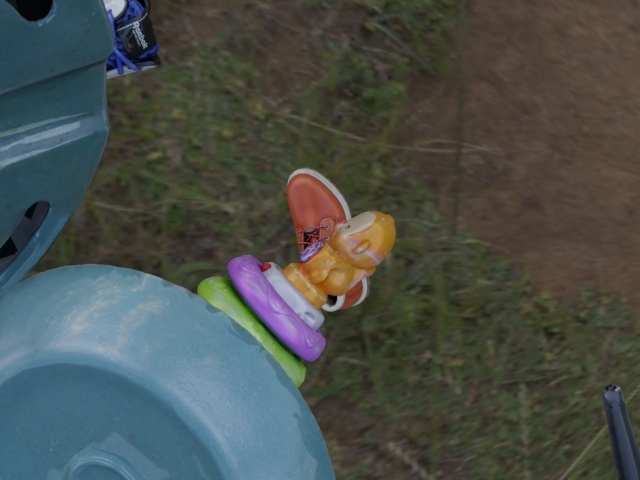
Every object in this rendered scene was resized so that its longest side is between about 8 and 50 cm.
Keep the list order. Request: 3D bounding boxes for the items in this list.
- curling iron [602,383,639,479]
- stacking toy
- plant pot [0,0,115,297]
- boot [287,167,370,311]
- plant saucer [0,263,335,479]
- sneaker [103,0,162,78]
[{"bbox_3d":[0.304,0.264,1.529,0.035,0.068,0.274,29,135,52],"label":"curling iron"},{"bbox_3d":[-0.058,0.079,1.244,0.302,0.175,0.166,-42,98,4],"label":"stacking toy"},{"bbox_3d":[-0.280,-0.121,0.679,0.334,0.341,0.341,44,105,31],"label":"plant pot"},{"bbox_3d":[0.000,0.000,1.620,0.059,0.085,0.157,-23,91,25],"label":"boot"},{"bbox_3d":[-0.053,0.065,0.420,0.119,0.021,0.119,11,118,22],"label":"plant saucer"},{"bbox_3d":[-0.301,-0.229,1.863,0.182,0.315,0.127,-3,128,35],"label":"sneaker"}]
